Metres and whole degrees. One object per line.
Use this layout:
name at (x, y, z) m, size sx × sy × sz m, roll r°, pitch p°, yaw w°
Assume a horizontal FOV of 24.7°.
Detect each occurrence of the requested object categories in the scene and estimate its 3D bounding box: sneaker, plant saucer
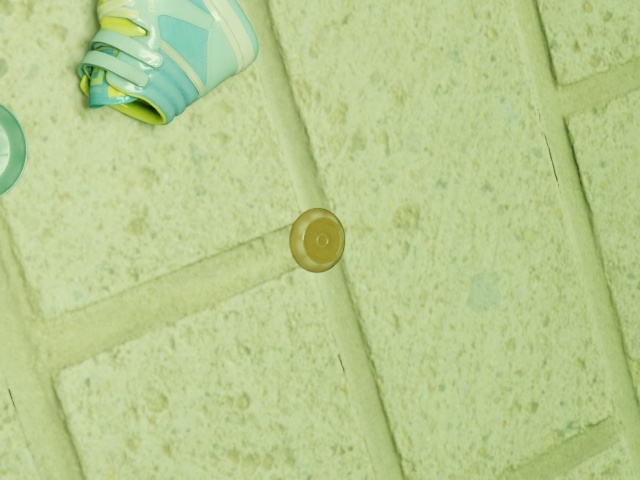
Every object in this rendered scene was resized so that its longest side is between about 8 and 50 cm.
sneaker at (-0.227, -0.270, 1.656) m, size 0.208 × 0.127 × 0.319 m, roll -47°, pitch 112°, yaw -22°
plant saucer at (0.000, 0.000, 1.861) m, size 0.083 × 0.015 × 0.083 m, roll -1°, pitch 91°, yaw -31°
plant saucer at (-0.386, -0.101, 1.625) m, size 0.119 × 0.021 × 0.119 m, roll -1°, pitch 92°, yaw -31°
